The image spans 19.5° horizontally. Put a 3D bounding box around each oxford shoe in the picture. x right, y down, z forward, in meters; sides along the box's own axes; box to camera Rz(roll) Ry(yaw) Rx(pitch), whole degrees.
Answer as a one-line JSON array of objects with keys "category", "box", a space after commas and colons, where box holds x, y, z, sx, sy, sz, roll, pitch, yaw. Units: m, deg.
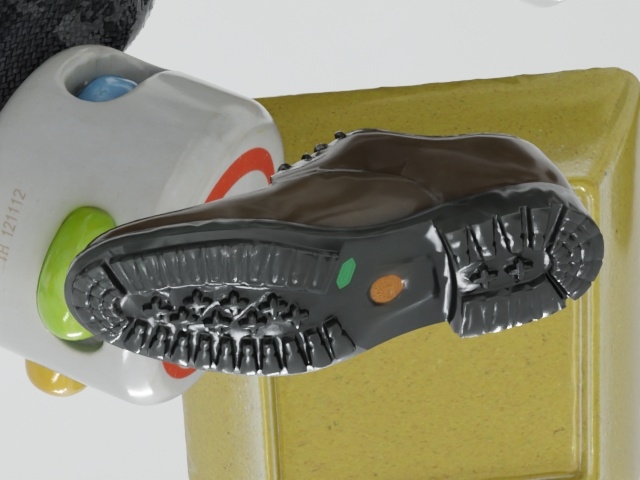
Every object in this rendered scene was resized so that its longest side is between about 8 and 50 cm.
[{"category": "oxford shoe", "box": [0.000, 0.000, 0.815, 0.227, 0.083, 0.096, -7, -140, -10]}]

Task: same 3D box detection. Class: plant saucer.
[{"category": "plant saucer", "box": [0.069, 0.062, 1.275, 0.332, 0.333, 0.081, -5, -160, -6]}]

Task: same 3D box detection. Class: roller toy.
[{"category": "roller toy", "box": [-0.121, -0.011, 1.104, 0.191, 0.146, 0.209, -63, 163, -21]}]

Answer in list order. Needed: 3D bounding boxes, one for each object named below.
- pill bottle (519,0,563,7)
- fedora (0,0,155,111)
[{"category": "pill bottle", "box": [0.059, -0.286, 1.355, 0.176, 0.318, 0.176, -42, -143, 44]}, {"category": "fedora", "box": [-0.207, -0.164, 1.209, 0.334, 0.152, 0.334, -34, -156, 17]}]
